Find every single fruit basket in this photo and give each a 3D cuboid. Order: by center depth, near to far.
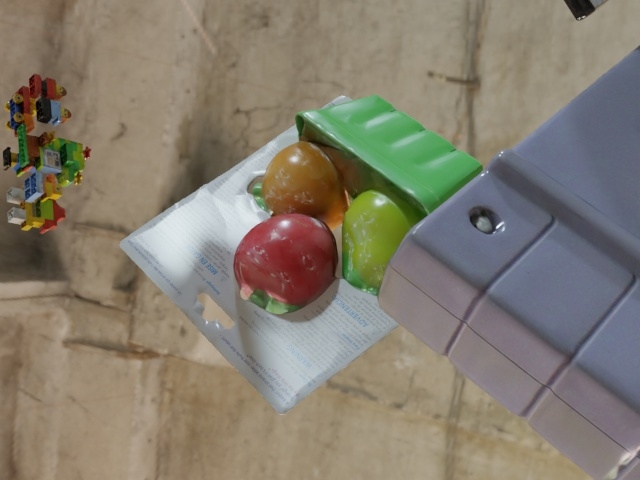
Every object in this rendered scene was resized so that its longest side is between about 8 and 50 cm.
[{"bbox_3d":[0.000,0.000,1.075,0.353,0.327,0.165,-39,-37,-16],"label":"fruit basket"}]

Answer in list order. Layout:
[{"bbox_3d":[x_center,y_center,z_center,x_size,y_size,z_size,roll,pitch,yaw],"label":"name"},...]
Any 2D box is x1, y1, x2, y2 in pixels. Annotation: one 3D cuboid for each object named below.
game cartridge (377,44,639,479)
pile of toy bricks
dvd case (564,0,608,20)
[{"bbox_3d":[0.218,-0.005,0.427,0.355,0.230,0.068,-37,-27,-40],"label":"game cartridge"},{"bbox_3d":[-0.370,-0.123,1.321,0.105,0.118,0.212,13,-121,-44],"label":"pile of toy bricks"},{"bbox_3d":[0.194,-0.325,0.894,0.253,0.022,0.180,56,-151,-3],"label":"dvd case"}]
